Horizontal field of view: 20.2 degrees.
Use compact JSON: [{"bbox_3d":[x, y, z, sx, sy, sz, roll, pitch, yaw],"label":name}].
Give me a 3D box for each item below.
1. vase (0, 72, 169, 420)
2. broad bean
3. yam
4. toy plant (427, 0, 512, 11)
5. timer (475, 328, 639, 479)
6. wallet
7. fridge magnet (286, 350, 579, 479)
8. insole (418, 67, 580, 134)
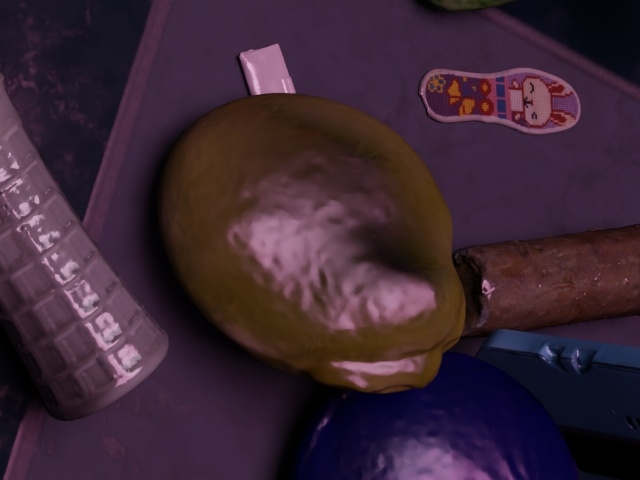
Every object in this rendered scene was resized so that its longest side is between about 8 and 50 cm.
[{"bbox_3d":[-0.238,-0.009,1.369,0.143,0.143,0.299,-41,108,-29],"label":"vase"},{"bbox_3d":[0.000,0.000,1.497,0.291,0.119,0.238,41,67,2],"label":"broad bean"},{"bbox_3d":[0.219,0.038,1.677,0.259,0.093,0.093,-6,88,-33],"label":"yam"},{"bbox_3d":[0.253,-0.384,1.698,0.317,0.210,0.356,2,87,1],"label":"toy plant"},{"bbox_3d":[0.282,0.159,1.596,0.091,0.231,0.250,-56,130,-25],"label":"timer"},{"bbox_3d":[-0.042,-0.130,1.577,0.044,0.011,0.083,-20,95,-33],"label":"wallet"},{"bbox_3d":[0.097,0.226,1.543,0.265,0.112,0.266,4,77,-16],"label":"fridge magnet"},{"bbox_3d":[0.175,-0.136,1.720,0.197,0.004,0.065,3,83,-33],"label":"insole"}]
